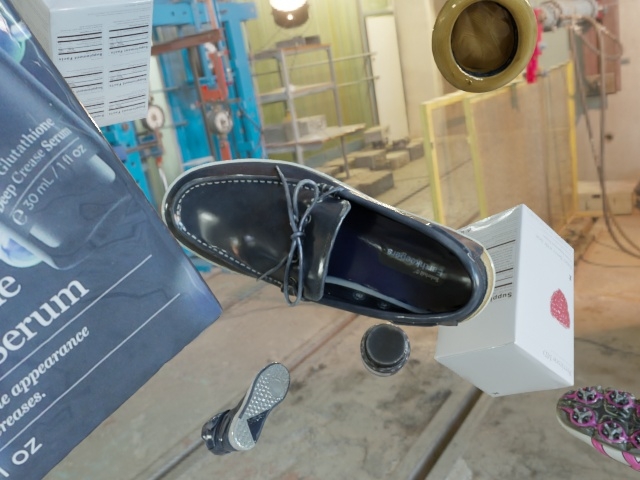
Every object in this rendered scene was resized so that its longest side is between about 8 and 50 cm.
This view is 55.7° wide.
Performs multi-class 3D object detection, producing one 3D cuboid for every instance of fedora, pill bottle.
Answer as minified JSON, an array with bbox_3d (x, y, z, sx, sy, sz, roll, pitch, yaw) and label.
[{"bbox_3d":[0.283,-0.362,1.069,0.194,0.194,0.079,-8,34,5],"label":"fedora"},{"bbox_3d":[0.159,0.270,1.498,0.123,0.122,0.219,-10,-17,1],"label":"pill bottle"}]

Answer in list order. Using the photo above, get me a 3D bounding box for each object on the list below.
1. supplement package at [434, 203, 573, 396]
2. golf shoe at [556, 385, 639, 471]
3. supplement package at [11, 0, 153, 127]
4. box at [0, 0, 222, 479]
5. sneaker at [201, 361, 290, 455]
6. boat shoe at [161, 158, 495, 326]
[{"bbox_3d":[0.351,0.116,1.135,0.175,0.177,0.293,-25,39,45],"label":"supplement package"},{"bbox_3d":[0.318,0.202,0.576,0.186,0.086,0.067,16,44,25],"label":"golf shoe"},{"bbox_3d":[-0.363,-0.305,0.904,0.149,0.203,0.194,-22,58,-34],"label":"supplement package"},{"bbox_3d":[-0.304,-0.021,0.367,0.293,0.395,0.212,-44,35,-23],"label":"box"},{"bbox_3d":[-0.168,0.369,1.324,0.163,0.086,0.226,-35,12,43],"label":"sneaker"},{"bbox_3d":[0.000,0.000,0.851,0.500,0.186,0.156,18,7,9],"label":"boat shoe"}]
